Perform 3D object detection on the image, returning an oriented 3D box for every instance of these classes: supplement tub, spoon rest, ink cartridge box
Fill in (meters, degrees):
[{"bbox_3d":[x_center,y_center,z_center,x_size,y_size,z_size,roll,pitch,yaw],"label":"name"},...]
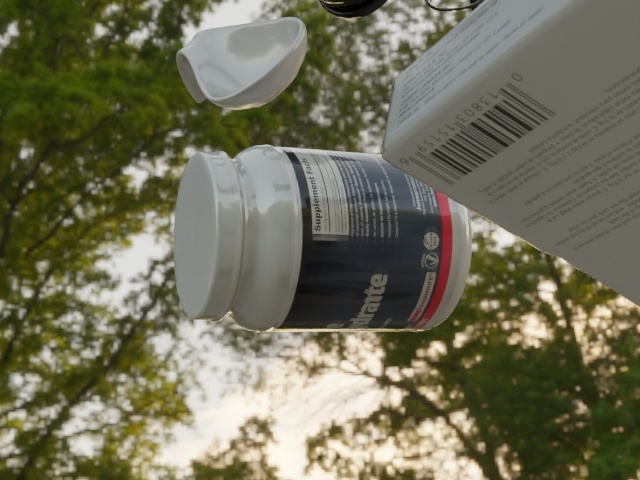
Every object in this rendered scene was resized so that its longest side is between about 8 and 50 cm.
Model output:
[{"bbox_3d":[0.000,0.000,1.038,0.272,0.191,0.191,2,-27,-22],"label":"supplement tub"},{"bbox_3d":[-0.107,-0.210,1.189,0.084,0.137,0.276,47,-16,-23],"label":"spoon rest"},{"bbox_3d":[0.203,-0.066,0.472,0.239,0.060,0.275,28,-37,-22],"label":"ink cartridge box"}]

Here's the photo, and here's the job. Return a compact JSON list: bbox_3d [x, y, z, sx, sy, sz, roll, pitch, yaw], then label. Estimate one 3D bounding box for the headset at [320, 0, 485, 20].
[{"bbox_3d":[0.046,-0.375,1.199,0.394,0.185,0.243,29,2,11],"label":"headset"}]
